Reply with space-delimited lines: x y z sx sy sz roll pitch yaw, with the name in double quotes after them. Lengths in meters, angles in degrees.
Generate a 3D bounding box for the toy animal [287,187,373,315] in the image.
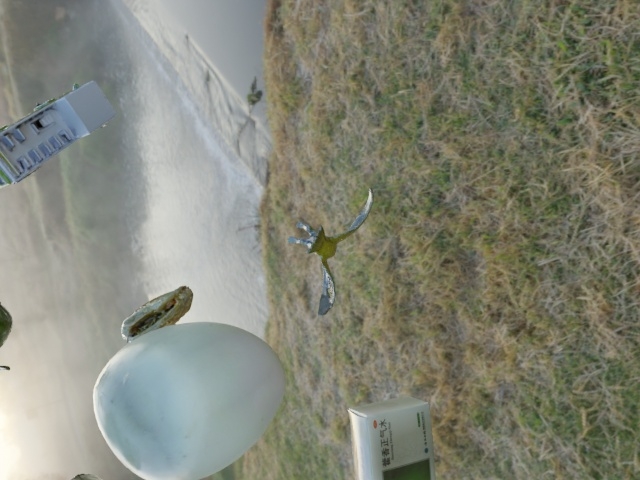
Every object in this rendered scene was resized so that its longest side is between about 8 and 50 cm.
0.000 0.000 0.861 0.219 0.095 0.155 -63 26 -5 "toy animal"

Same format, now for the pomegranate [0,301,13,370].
-0.749 0.217 1.138 0.152 0.131 0.191 58 -164 -68 "pomegranate"

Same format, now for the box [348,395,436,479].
0.160 0.472 1.166 0.095 0.168 0.212 169 95 -67 "box"

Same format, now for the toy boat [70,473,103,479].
-0.413 0.469 0.836 0.061 0.188 0.116 32 158 13 "toy boat"

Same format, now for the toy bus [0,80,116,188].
-0.579 -0.224 1.098 0.139 0.301 0.113 -9 123 33 "toy bus"

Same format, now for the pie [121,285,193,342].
-0.413 0.192 1.341 0.084 0.205 0.179 53 -178 2 "pie"

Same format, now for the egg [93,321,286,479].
-0.234 0.290 0.976 0.283 0.345 0.283 161 90 -75 "egg"
